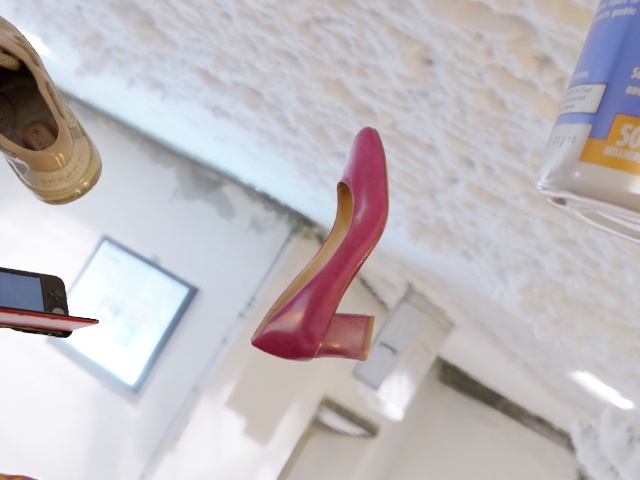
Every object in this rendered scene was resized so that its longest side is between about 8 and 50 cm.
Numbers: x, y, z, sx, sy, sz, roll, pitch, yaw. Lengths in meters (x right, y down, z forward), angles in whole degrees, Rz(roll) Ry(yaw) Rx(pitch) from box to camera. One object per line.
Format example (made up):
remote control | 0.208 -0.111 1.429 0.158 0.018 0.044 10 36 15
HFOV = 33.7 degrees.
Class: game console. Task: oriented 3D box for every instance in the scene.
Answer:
game console | -0.322 0.055 1.125 0.144 0.085 0.124 12 -138 -34

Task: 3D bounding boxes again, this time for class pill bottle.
pill bottle | 0.241 -0.129 0.620 0.152 0.272 0.152 20 179 0

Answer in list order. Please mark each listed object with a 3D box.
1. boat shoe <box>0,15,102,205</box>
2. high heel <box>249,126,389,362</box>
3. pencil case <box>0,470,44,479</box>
boat shoe | -0.366 -0.188 1.179 0.341 0.121 0.110 44 167 22
high heel | 0.000 0.000 1.056 0.117 0.244 0.082 8 178 -11
pencil case | -0.298 0.249 0.900 0.284 0.124 0.124 10 174 -2
